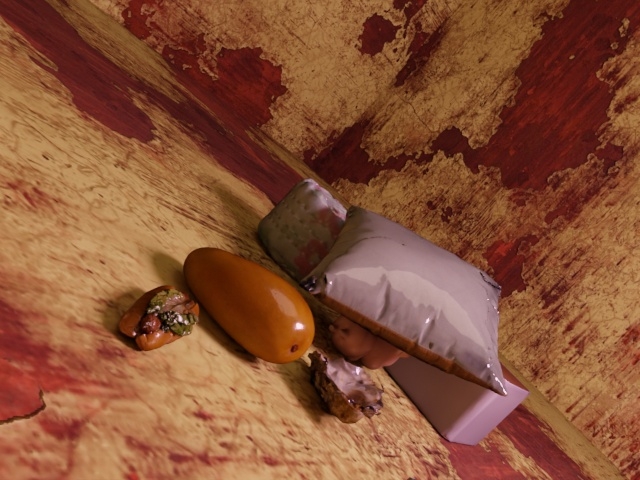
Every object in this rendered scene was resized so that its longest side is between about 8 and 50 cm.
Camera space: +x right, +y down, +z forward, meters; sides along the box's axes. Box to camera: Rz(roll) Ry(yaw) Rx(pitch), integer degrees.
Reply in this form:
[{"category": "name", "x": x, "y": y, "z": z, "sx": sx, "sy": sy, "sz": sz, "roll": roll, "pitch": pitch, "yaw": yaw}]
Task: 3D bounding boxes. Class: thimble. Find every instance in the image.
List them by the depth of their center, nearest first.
[{"category": "thimble", "x": 0.000, "y": 0.000, "z": 1.218, "sx": 0.211, "sy": 0.149, "sz": 0.185, "roll": 48, "pitch": 8, "yaw": 32}]

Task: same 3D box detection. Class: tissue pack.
[{"category": "tissue pack", "x": 0.209, "y": 0.211, "z": 1.129, "sx": 0.246, "sy": 0.136, "sz": 0.159, "roll": 48, "pitch": 10, "yaw": 34}]

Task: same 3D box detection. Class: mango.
[{"category": "mango", "x": -0.083, "y": 0.062, "z": 0.724, "sx": 0.184, "sy": 0.085, "sz": 0.102, "roll": 39, "pitch": 6, "yaw": 23}]

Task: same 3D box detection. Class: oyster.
[{"category": "oyster", "x": 0.025, "y": 0.173, "z": 0.756, "sx": 0.103, "sy": 0.051, "sz": 0.148, "roll": 30, "pitch": -1, "yaw": 0}]

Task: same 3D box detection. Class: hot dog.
[{"category": "hot dog", "x": -0.137, "y": 0.065, "z": 0.589, "sx": 0.056, "sy": 0.041, "sz": 0.133, "roll": 41, "pitch": 8, "yaw": -2}]

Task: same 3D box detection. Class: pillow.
[{"category": "pillow", "x": 0.141, "y": 0.073, "z": 0.989, "sx": 0.310, "sy": 0.119, "sz": 0.312, "roll": 31, "pitch": 25, "yaw": -1}]

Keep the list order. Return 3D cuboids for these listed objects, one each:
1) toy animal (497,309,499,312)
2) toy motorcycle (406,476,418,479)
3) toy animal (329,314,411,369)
[{"category": "toy animal", "x": 0.285, "y": 0.146, "z": 1.342, "sx": 0.243, "sy": 0.087, "sz": 0.260, "roll": 54, "pitch": -6, "yaw": 13}, {"category": "toy motorcycle", "x": 0.144, "y": 0.277, "z": 0.588, "sx": 0.151, "sy": 0.074, "sz": 0.228, "roll": 40, "pitch": -11, "yaw": -21}, {"category": "toy animal", "x": 0.072, "y": 0.151, "z": 0.993, "sx": 0.150, "sy": 0.089, "sz": 0.084, "roll": 16, "pitch": 50, "yaw": -40}]
